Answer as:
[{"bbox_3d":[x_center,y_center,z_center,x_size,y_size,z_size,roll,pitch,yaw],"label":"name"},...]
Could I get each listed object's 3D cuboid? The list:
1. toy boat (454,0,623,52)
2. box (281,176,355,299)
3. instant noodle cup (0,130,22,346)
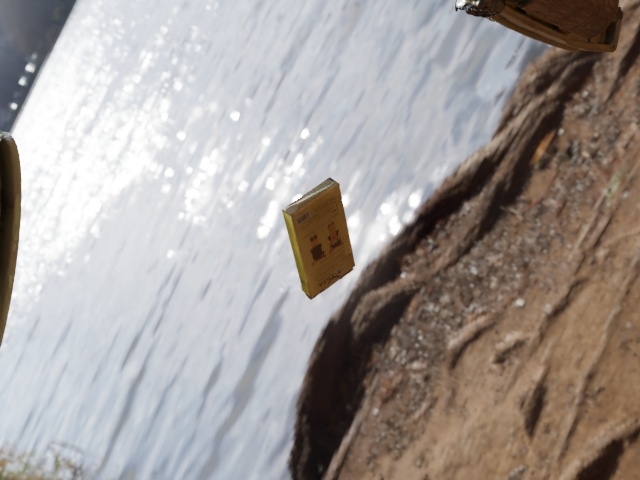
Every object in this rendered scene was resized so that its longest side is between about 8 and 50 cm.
[{"bbox_3d":[0.189,-0.196,0.785,0.088,0.226,0.068,10,92,44],"label":"toy boat"},{"bbox_3d":[0.000,0.000,1.128,0.073,0.149,0.020,-35,49,-22],"label":"box"},{"bbox_3d":[-0.379,0.010,0.792,0.311,0.221,0.311,-172,90,-81],"label":"instant noodle cup"}]
